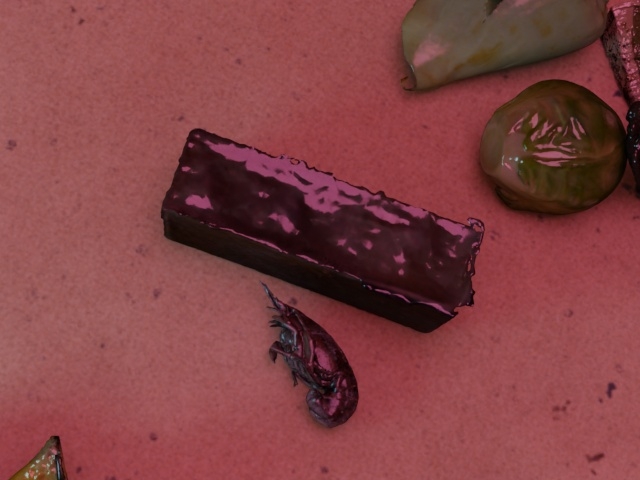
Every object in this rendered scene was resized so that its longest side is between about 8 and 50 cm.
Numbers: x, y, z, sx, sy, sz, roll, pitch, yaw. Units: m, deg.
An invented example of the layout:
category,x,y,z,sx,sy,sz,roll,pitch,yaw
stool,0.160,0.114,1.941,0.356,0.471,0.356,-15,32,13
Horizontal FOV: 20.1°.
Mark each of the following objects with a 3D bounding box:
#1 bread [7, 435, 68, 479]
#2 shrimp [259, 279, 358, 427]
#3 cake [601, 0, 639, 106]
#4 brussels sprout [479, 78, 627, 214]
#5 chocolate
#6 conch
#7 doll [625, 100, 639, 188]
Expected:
category,x,y,z,sx,sy,sz,roll,pitch,yaw
bread,-0.248,0.269,1.662,0.169,0.140,0.160,30,79,-3
shrimp,-0.018,0.111,1.805,0.065,0.056,0.165,-37,78,-13
cake,0.347,-0.195,1.997,0.051,0.055,0.140,-14,91,-16
brussels sprout,0.248,-0.100,1.896,0.155,0.117,0.155,6,73,-21
chocolate,0.000,0.000,1.820,0.321,0.112,0.112,19,67,-2
conch,0.196,-0.258,1.955,0.250,0.137,0.144,-13,100,5
doll,0.362,-0.107,1.903,0.057,0.165,0.139,10,67,35
